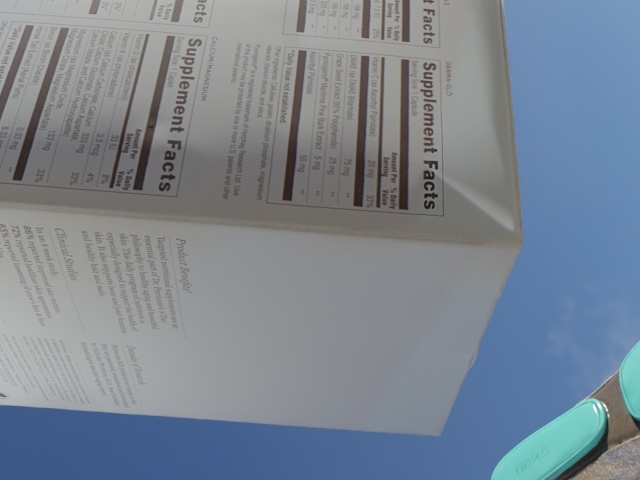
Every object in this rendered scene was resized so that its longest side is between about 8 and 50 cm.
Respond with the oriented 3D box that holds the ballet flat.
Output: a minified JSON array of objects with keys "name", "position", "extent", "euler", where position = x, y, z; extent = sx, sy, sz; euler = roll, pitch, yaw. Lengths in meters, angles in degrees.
[{"name":"ballet flat","position":[0.283,0.157,0.744],"extent":[0.106,0.316,0.108],"euler":[33,-145,-14]}]

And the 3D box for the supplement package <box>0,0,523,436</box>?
[{"name":"supplement package","position":[-0.051,-0.033,0.460],"extent":[0.199,0.262,0.198],"euler":[95,180,-56]}]
